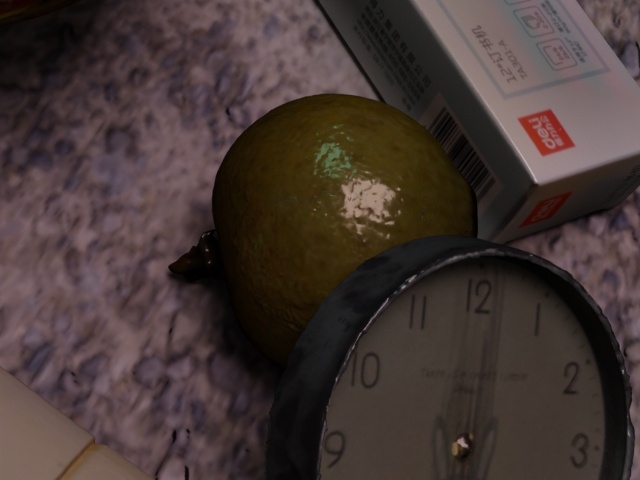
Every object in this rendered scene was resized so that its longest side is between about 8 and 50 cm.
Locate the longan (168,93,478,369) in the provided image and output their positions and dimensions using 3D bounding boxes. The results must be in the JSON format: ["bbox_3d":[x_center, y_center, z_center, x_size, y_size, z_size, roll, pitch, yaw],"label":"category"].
[{"bbox_3d":[0.000,0.000,0.906,0.155,0.176,0.145,-86,154,-56],"label":"longan"}]

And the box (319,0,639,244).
[{"bbox_3d":[0.101,-0.133,1.078,0.135,0.079,0.269,-18,66,-36],"label":"box"}]

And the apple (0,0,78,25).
[{"bbox_3d":[-0.194,-0.305,0.847,0.333,0.400,0.400,-24,65,3],"label":"apple"}]

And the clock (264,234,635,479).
[{"bbox_3d":[0.072,0.105,0.839,0.215,0.042,0.215,-3,95,-34],"label":"clock"}]

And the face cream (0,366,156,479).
[{"bbox_3d":[-0.081,0.199,0.749,0.348,0.081,0.173,36,46,1],"label":"face cream"}]
